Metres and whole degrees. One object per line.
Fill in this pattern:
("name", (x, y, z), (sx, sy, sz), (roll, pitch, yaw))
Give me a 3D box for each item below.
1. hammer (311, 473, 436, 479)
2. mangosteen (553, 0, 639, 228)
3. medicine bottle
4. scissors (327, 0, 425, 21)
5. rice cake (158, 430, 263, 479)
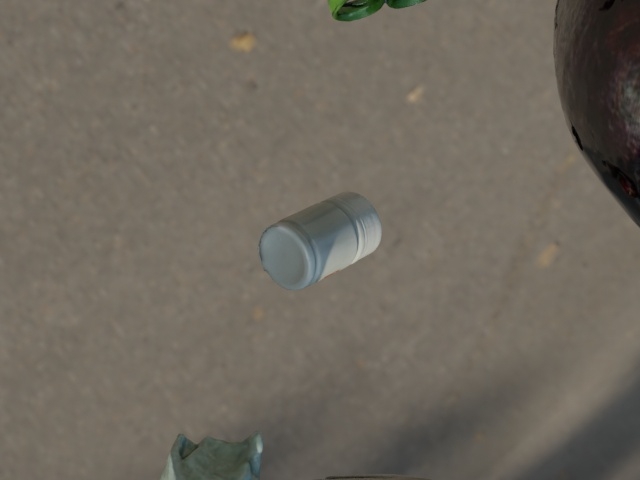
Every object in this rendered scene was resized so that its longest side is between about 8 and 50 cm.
("hammer", (0.021, 0.217, 0.875), (0.041, 0.159, 0.226), (-5, 130, -54))
("mangosteen", (0.250, -0.120, 0.907), (0.275, 0.275, 0.302), (-23, 138, -30))
("medicine bottle", (0.000, 0.000, 1.469), (0.089, 0.057, 0.057), (-27, 151, -42))
("scissors", (0.061, -0.235, 1.567), (0.101, 0.027, 0.204), (-17, 169, -7))
("rice cake", (-0.099, 0.215, 1.293), (0.063, 0.069, 0.206), (12, 132, -16))
